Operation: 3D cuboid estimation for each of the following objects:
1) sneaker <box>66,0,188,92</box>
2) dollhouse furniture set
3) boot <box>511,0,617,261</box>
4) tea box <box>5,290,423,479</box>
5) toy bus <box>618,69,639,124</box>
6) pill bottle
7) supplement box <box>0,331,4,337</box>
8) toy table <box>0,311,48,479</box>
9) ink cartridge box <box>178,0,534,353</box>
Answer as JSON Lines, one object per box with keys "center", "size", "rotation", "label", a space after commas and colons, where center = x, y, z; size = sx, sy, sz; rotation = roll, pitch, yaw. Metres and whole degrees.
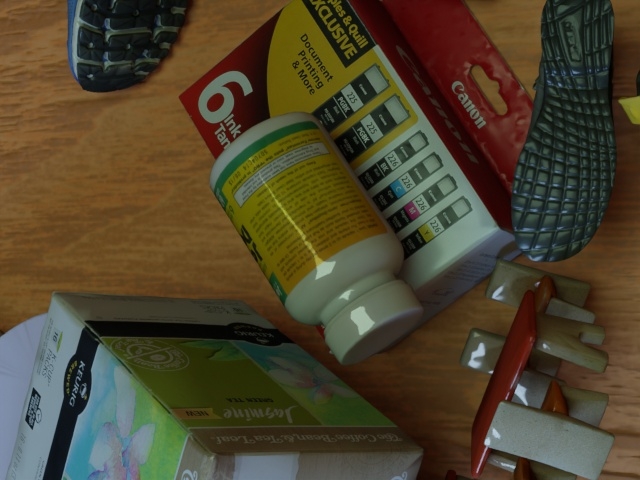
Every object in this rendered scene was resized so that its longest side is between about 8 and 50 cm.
{"center": [-0.224, -0.326, 1.490], "size": [0.147, 0.130, 0.330], "rotation": [24, 108, 53], "label": "sneaker"}
{"center": [0.140, 0.167, 1.172], "size": [0.135, 0.262, 0.259], "rotation": [17, 115, -1], "label": "dollhouse furniture set"}
{"center": [0.228, -0.099, 1.219], "size": [0.083, 0.161, 0.246], "rotation": [8, 88, 13], "label": "boot"}
{"center": [-0.120, 0.257, 1.213], "size": [0.323, 0.220, 0.329], "rotation": [32, 112, 50], "label": "tea box"}
{"center": [0.395, -0.097, 1.136], "size": [0.220, 0.149, 0.211], "rotation": [-34, 100, -19], "label": "toy bus"}
{"center": [0.000, 0.000, 1.198], "size": [0.117, 0.117, 0.208], "rotation": [-39, 71, 19], "label": "pill bottle"}
{"center": [-0.456, 0.123, 1.566], "size": [0.220, 0.114, 0.111], "rotation": [35, 103, 23], "label": "supplement box"}
{"center": [-0.270, 0.189, 1.443], "size": [0.274, 0.161, 0.252], "rotation": [-38, 71, 19], "label": "toy table"}
{"center": [0.059, -0.092, 1.315], "size": [0.272, 0.130, 0.309], "rotation": [-38, 71, 18], "label": "ink cartridge box"}
